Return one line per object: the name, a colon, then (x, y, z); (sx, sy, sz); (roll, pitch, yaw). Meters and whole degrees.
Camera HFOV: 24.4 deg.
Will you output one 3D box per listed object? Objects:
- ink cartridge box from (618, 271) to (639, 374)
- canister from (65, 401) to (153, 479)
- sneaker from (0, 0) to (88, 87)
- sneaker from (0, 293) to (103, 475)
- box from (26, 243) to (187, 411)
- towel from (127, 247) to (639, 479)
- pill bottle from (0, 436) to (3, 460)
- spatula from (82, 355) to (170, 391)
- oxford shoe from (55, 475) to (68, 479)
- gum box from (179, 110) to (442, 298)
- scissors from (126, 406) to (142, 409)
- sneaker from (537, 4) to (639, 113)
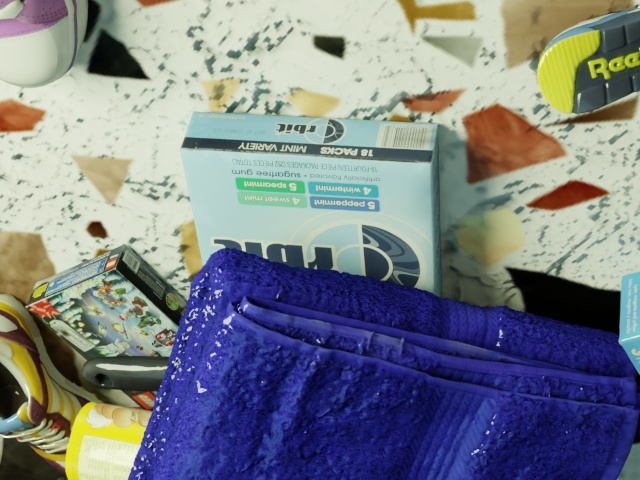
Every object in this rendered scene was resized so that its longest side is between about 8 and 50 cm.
ink cartridge box: (0.293, 0.054, 0.933); (0.181, 0.061, 0.104); (-17, 128, 29)
canister: (-0.085, 0.167, 1.081); (0.170, 0.073, 0.126); (7, 166, 22)
sneaker: (-0.224, -0.161, 0.780); (0.102, 0.161, 0.282); (-8, 133, 20)
sneaker: (-0.215, 0.131, 1.110); (0.070, 0.084, 0.185); (-26, 116, 18)
box: (-0.135, 0.067, 1.086); (0.094, 0.027, 0.137); (-22, 126, 34)
towel: (0.043, 0.140, 0.953); (0.308, 0.076, 0.227); (14, 106, -18)
pill bottle: (-0.413, 0.183, 1.163); (0.334, 0.188, 0.188); (-22, 126, 32)
spatula: (-0.031, 0.105, 1.048); (0.297, 0.030, 0.084); (5, 135, 17)
oxford shoe: (-0.031, 0.310, 1.247); (0.449, 0.169, 0.130); (33, 93, -9)
gum box: (0.000, 0.000, 0.970); (0.157, 0.041, 0.184); (3, 135, 10)
scissors: (-0.233, 0.128, 1.179); (0.297, 0.021, 0.109); (24, 136, -11)
sneaker: (0.186, -0.108, 0.807); (0.144, 0.059, 0.053); (-10, 102, 3)
